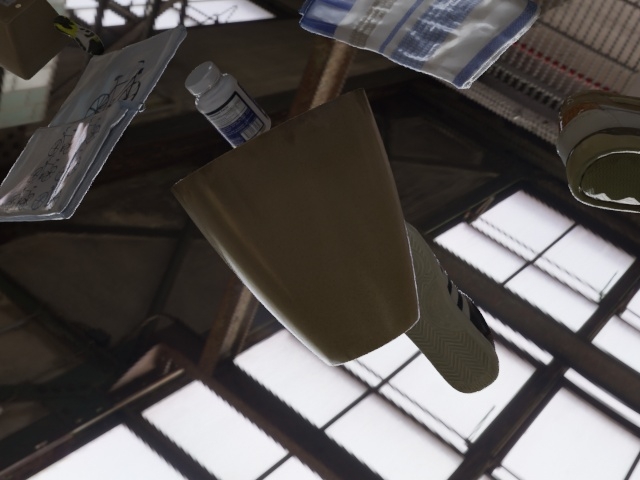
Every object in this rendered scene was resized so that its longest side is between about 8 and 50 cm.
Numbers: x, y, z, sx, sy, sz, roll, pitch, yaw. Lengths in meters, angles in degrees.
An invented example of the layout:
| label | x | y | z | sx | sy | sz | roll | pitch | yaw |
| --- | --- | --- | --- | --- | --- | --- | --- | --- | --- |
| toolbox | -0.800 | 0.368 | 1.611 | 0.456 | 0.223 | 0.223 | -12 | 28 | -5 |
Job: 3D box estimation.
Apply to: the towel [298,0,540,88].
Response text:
| label | x | y | z | sx | sy | sz | roll | pitch | yaw |
| --- | --- | --- | --- | --- | --- | --- | --- | --- | --- |
| towel | 0.131 | -0.308 | 1.219 | 0.285 | 0.034 | 0.209 | 18 | -26 | -17 |

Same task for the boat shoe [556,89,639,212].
| label | x | y | z | sx | sy | sz | roll | pitch | yaw |
| --- | --- | --- | --- | --- | --- | --- | --- | --- | --- |
| boat shoe | 0.363 | -0.076 | 0.826 | 0.303 | 0.103 | 0.113 | 12 | -43 | -17 |

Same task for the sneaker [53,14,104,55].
| label | x | y | z | sx | sy | sz | roll | pitch | yaw |
| --- | --- | --- | --- | --- | --- | --- | --- | --- | --- |
| sneaker | -0.357 | -0.309 | 1.328 | 0.083 | 0.035 | 0.031 | 38 | -80 | -11 |

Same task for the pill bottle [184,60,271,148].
| label | x | y | z | sx | sy | sz | roll | pitch | yaw |
| --- | --- | --- | --- | --- | --- | --- | --- | --- | --- |
| pill bottle | -0.180 | -0.259 | 1.701 | 0.094 | 0.094 | 0.169 | -14 | -47 | 36 |

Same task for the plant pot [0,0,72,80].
| label | x | y | z | sx | sy | sz | roll | pitch | yaw |
| --- | --- | --- | --- | --- | --- | --- | --- | --- | --- |
| plant pot | -0.458 | -0.327 | 1.337 | 0.109 | 0.109 | 0.096 | 29 | -25 | 18 |

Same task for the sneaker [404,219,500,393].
| label | x | y | z | sx | sy | sz | roll | pitch | yaw |
| --- | --- | --- | --- | --- | --- | --- | --- | --- | --- |
| sneaker | 0.178 | 0.095 | 1.512 | 0.131 | 0.148 | 0.350 | -31 | -80 | 16 |

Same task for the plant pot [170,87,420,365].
| label | x | y | z | sx | sy | sz | roll | pitch | yaw |
| --- | --- | --- | --- | --- | --- | --- | --- | --- | --- |
| plant pot | 0.000 | 0.000 | 1.055 | 0.257 | 0.256 | 0.274 | -25 | -86 | 36 |

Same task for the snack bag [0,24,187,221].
| label | x | y | z | sx | sy | sz | roll | pitch | yaw |
| --- | --- | --- | --- | --- | --- | --- | --- | --- | --- |
| snack bag | -0.351 | -0.170 | 1.298 | 0.037 | 0.342 | 0.323 | 40 | -23 | -30 |
